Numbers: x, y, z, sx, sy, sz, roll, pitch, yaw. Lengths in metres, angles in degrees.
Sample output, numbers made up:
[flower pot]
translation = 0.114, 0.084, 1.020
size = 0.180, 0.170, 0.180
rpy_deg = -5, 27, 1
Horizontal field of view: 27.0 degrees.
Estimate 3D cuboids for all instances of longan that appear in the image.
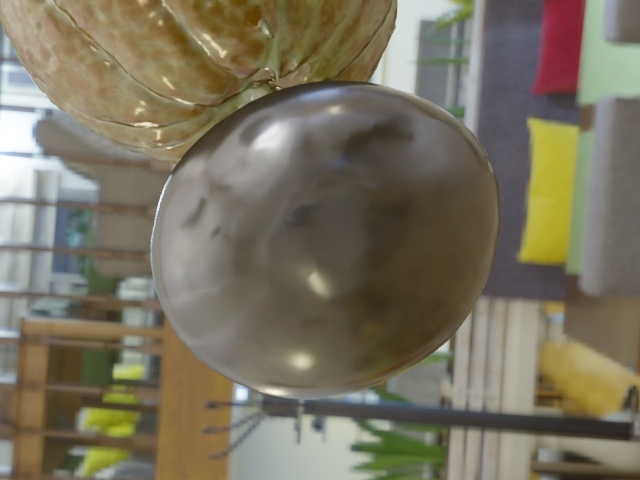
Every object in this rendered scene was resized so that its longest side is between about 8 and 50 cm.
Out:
[longan]
translation = 0.000, 0.000, 0.807
size = 0.196, 0.220, 0.196
rpy_deg = 33, -132, -45

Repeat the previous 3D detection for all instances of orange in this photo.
[orange]
translation = -0.093, -0.202, 1.062
size = 0.329, 0.329, 0.249
rpy_deg = 98, 152, -63
